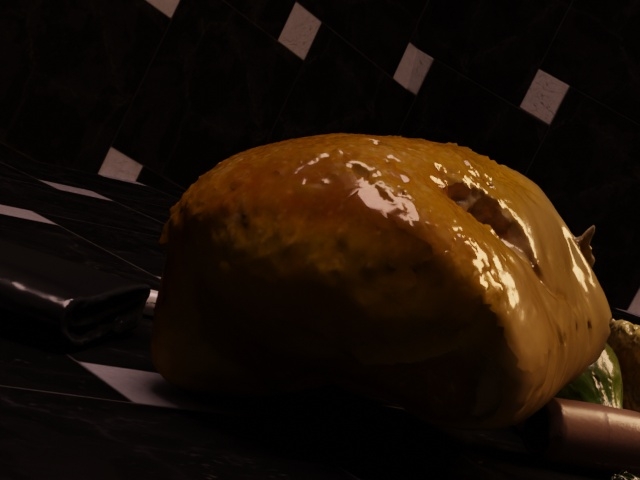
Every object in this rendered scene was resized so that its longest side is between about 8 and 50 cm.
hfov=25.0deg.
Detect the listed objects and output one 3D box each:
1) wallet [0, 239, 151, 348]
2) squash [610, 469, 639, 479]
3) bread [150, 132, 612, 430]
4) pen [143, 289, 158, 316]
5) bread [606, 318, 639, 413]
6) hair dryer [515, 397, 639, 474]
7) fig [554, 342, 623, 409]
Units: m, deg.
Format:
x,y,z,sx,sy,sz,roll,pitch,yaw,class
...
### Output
x,y,z,sx,sy,sz,roll,pitch,yaw,class
-0.385,0.017,1.397,0.406,0.062,0.228,17,4,11,wallet
0.320,0.226,1.155,0.183,0.052,0.052,16,4,12,squash
0.051,0.024,1.268,0.361,0.250,0.394,5,1,21,bread
-0.202,0.066,1.588,0.269,0.033,0.033,15,4,-13,pen
0.448,0.168,1.770,0.160,0.140,0.169,2,12,-19,bread
0.230,0.184,1.422,0.117,0.064,0.181,12,-3,-22,hair dryer
0.262,0.161,1.518,0.123,0.123,0.156,13,33,-25,fig
